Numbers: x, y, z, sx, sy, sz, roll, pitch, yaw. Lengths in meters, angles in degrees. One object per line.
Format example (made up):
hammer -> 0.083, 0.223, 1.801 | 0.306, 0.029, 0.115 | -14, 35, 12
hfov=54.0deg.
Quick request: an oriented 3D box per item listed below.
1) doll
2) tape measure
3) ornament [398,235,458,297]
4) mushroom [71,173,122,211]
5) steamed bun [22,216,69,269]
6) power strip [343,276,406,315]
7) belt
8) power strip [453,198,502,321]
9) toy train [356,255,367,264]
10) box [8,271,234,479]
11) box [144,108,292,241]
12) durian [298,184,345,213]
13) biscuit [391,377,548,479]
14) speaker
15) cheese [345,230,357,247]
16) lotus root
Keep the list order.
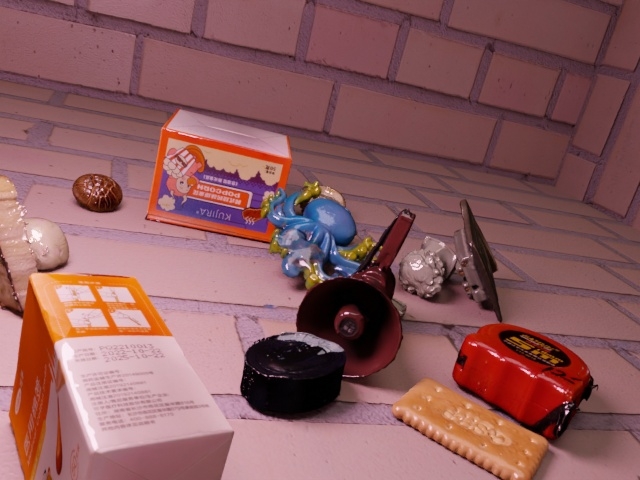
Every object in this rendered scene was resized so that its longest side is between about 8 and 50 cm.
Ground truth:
doll -> 0.000, 0.000, 1.554 | 0.346, 0.099, 0.341 | 34, 42, 11
tape measure -> 0.406, 0.264, 1.233 | 0.253, 0.114, 0.260 | 28, 19, 33
ornament -> 0.297, 0.062, 1.695 | 0.130, 0.121, 0.285 | 29, 24, 15
mushroom -> -0.580, -0.127, 1.637 | 0.109, 0.085, 0.126 | 27, 28, 30
steamed bun -> -0.577, -0.001, 1.277 | 0.129, 0.091, 0.112 | 18, 18, 12
power strip -> 0.112, 0.139, 1.481 | 0.192, 0.035, 0.081 | 23, 21, 22
belt -> -0.044, 0.222, 1.069 | 0.198, 0.078, 0.151 | -7, 24, -42
power strip -> 0.402, 0.056, 1.654 | 0.092, 0.257, 0.251 | -17, 24, 23
toy train -> 0.100, 0.056, 1.708 | 0.053, 0.033, 0.083 | 24, 21, 38
box -> -0.254, 0.208, 0.729 | 0.143, 0.225, 0.341 | 3, 23, -37
box -> -0.278, -0.188, 1.774 | 0.348, 0.257, 0.319 | 12, 21, -11
durian -> 0.009, -0.102, 2.000 | 0.188, 0.091, 0.148 | 26, 34, 20
biscuit -> 0.259, 0.321, 1.084 | 0.249, 0.030, 0.160 | 25, 22, 27
speaker -> 0.084, 0.081, 1.258 | 0.198, 0.259, 0.329 | 2, 19, 14
cheese -> 0.019, -0.011, 1.772 | 0.163, 0.082, 0.286 | 24, 19, 23
lotus root -> -0.590, 0.007, 1.128 | 0.170, 0.261, 0.074 | -12, 2, 32
